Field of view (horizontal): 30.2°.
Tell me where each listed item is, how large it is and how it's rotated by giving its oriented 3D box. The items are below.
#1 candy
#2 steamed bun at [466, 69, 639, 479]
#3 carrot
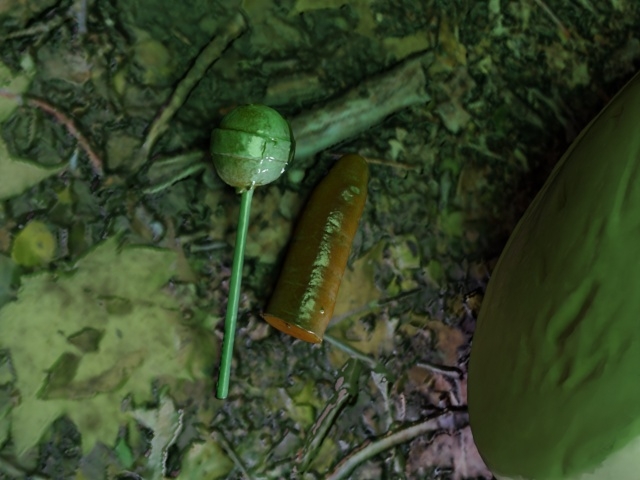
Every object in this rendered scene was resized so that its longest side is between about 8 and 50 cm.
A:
[{"bbox_3d":[-0.054,0.008,0.806,0.061,0.061,0.203,6,92,-26],"label":"candy"},{"bbox_3d":[0.312,0.055,0.853,0.371,0.290,0.456,40,68,-13],"label":"steamed bun"},{"bbox_3d":[0.000,0.000,0.832,0.048,0.048,0.139,25,73,-23],"label":"carrot"}]
